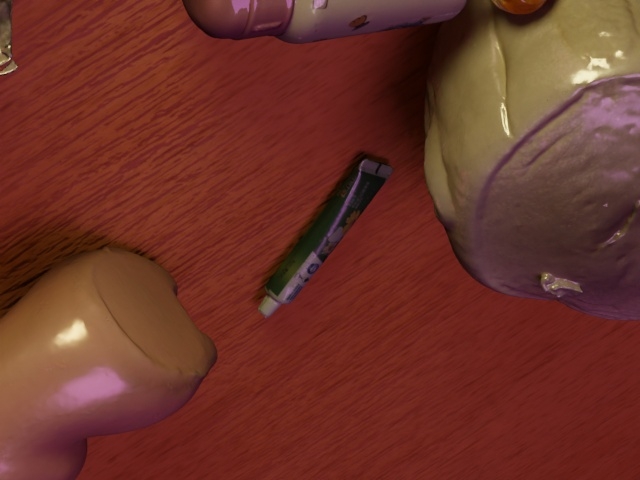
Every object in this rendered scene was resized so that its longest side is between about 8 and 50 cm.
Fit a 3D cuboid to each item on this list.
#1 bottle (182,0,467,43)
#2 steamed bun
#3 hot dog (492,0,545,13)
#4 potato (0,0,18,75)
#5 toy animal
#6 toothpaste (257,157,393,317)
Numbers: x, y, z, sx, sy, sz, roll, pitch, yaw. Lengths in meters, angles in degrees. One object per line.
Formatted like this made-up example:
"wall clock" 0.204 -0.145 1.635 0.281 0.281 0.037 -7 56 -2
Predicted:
"bottle" 0.001 -0.214 1.289 0.233 0.110 0.110 -13 139 -27
"steamed bun" 0.209 -0.090 1.494 0.236 0.247 0.383 -11 143 2
"hot dog" 0.201 -0.291 1.343 0.236 0.062 0.092 -55 138 -20
"potato" -0.249 -0.244 1.056 0.120 0.100 0.261 4 98 -9
"toy animal" -0.247 0.122 1.437 0.256 0.195 0.213 -37 169 7
"toothpaste" 0.000 0.000 1.603 0.049 0.031 0.204 13 122 -48
